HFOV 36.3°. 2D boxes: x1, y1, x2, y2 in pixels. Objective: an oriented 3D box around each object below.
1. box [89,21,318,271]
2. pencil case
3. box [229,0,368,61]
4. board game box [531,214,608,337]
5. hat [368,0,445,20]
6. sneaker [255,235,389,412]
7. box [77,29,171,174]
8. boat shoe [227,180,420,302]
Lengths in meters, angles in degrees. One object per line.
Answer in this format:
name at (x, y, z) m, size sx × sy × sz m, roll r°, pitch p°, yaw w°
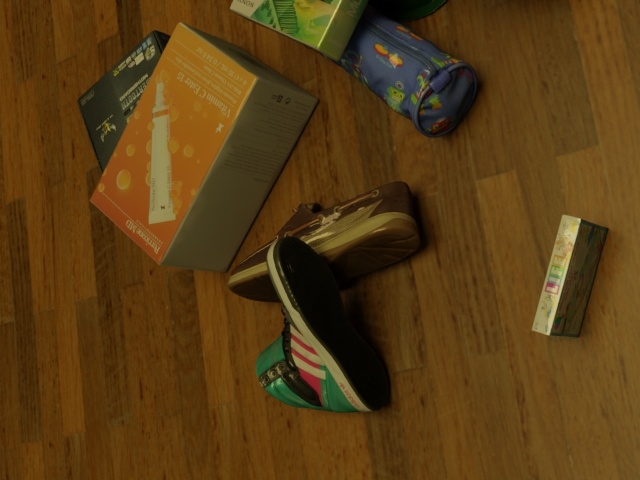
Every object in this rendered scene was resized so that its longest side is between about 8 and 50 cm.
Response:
box at (-0.198, -0.150, 1.635) m, size 0.215 × 0.168 × 0.345 m, roll 38°, pitch 106°, yaw 32°
pencil case at (0.093, -0.281, 1.470) m, size 0.119 × 0.133 × 0.306 m, roll -46°, pitch 59°, yaw -4°
box at (0.011, -0.450, 1.443) m, size 0.232 × 0.058 × 0.322 m, roll 33°, pitch 102°, yaw 43°
board game box at (0.328, 0.049, 1.276) m, size 0.026 × 0.103 × 0.154 m, roll 17°, pitch 93°, yaw 36°
hat at (0.103, -0.433, 1.447) m, size 0.208 × 0.183 × 0.173 m, roll -1°, pitch 85°, yaw 35°
sneaker at (-0.037, 0.141, 1.471) m, size 0.178 × 0.124 × 0.295 m, roll -19°, pitch 106°, yaw 38°
box at (-0.339, -0.248, 1.813) m, size 0.233 × 0.059 × 0.183 m, roll -34°, pitch 67°, yaw 28°
boat shoe at (0.000, 0.000, 1.518) m, size 0.342 × 0.123 × 0.123 m, roll -24°, pitch 53°, yaw 33°
